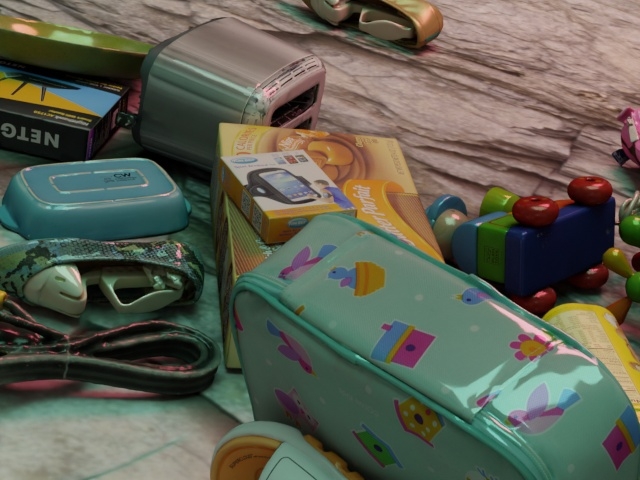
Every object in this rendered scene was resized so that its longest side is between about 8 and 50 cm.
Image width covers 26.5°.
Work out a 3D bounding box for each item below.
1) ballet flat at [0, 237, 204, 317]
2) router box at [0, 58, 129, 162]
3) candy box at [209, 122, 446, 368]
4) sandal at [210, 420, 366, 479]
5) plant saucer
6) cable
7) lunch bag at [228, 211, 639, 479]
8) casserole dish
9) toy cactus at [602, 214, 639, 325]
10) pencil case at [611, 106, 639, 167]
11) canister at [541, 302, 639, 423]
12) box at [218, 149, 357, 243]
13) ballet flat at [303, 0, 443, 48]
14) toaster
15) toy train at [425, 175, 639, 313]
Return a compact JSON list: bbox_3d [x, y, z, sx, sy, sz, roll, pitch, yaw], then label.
[{"bbox_3d":[-0.185,0.033,1.129,0.188,0.070,0.070,-4,30,-18],"label":"ballet flat"},{"bbox_3d":[-0.307,-0.140,1.432,0.179,0.046,0.133,13,28,5],"label":"router box"},{"bbox_3d":[0.000,0.000,1.217,0.183,0.087,0.316,4,28,-9],"label":"candy box"},{"bbox_3d":[0.013,0.203,0.824,0.265,0.102,0.076,30,39,32],"label":"sandal"},{"bbox_3d":[-0.291,-0.218,1.541,0.241,0.037,0.241,11,11,-2],"label":"plant saucer"},{"bbox_3d":[-0.211,0.071,1.009,0.287,0.072,0.139,10,26,-10],"label":"cable"},{"bbox_3d":[0.070,0.127,0.865,0.108,0.224,0.279,-35,49,-29],"label":"lunch bag"},{"bbox_3d":[-0.211,-0.042,1.288,0.188,0.037,0.114,-6,32,-29],"label":"casserole dish"},{"bbox_3d":[0.360,0.060,1.235,0.180,0.112,0.219,12,18,-39],"label":"toy cactus"},{"bbox_3d":[0.397,-0.079,1.491,0.098,0.095,0.209,38,15,-25],"label":"pencil case"},{"bbox_3d":[0.200,0.136,0.984,0.073,0.126,0.170,5,26,-8],"label":"canister"},{"bbox_3d":[-0.033,-0.043,1.165,0.081,0.028,0.136,-7,33,-23],"label":"box"},{"bbox_3d":[0.053,-0.320,1.858,0.232,0.080,0.073,19,44,20],"label":"ballet flat"},{"bbox_3d":[-0.094,-0.146,1.423,0.146,0.129,0.227,22,28,18],"label":"toaster"},{"bbox_3d":[0.221,-0.019,1.327,0.143,0.105,0.248,16,25,42],"label":"toy train"}]
